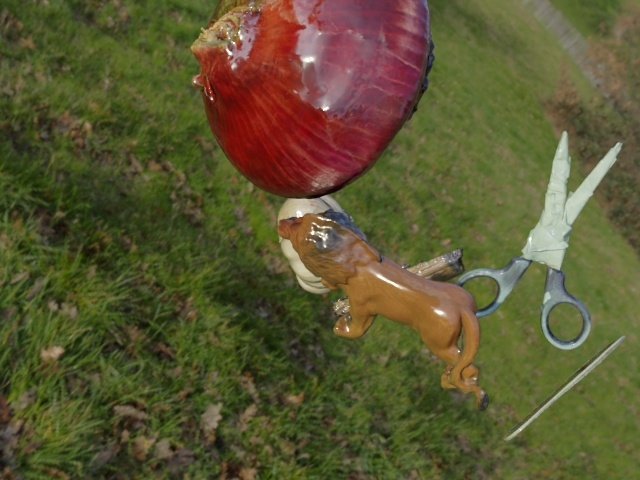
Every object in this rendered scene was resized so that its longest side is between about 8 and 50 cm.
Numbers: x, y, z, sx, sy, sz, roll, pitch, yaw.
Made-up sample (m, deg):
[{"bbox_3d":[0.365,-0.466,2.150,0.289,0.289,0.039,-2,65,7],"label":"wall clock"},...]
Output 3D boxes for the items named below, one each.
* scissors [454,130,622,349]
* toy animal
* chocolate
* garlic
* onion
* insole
[{"bbox_3d":[0.405,-0.002,1.246,0.255,0.384,0.029,20,19,4],"label":"scissors"},{"bbox_3d":[0.083,0.064,0.838,0.312,0.158,0.097,27,60,14],"label":"toy animal"},{"bbox_3d":[0.180,0.107,1.620,0.065,0.329,0.102,66,5,27],"label":"chocolate"},{"bbox_3d":[0.001,-0.001,1.523,0.228,0.152,0.228,-11,90,-75],"label":"garlic"},{"bbox_3d":[-0.014,-0.159,0.639,0.248,0.248,0.161,57,23,10],"label":"onion"},{"bbox_3d":[0.273,0.162,0.795,0.193,0.065,0.006,-35,73,-17],"label":"insole"}]
